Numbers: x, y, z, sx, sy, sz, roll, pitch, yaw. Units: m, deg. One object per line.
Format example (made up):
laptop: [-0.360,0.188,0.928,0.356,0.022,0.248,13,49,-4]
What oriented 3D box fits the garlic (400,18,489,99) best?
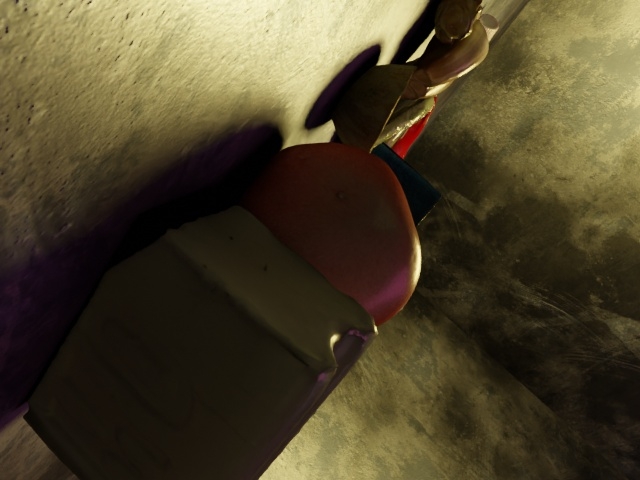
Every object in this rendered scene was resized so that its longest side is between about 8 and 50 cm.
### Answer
garlic: [0.280,-0.400,1.372,0.217,0.110,0.228,-6,-135,57]

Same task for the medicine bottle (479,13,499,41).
medicine bottle: [0.468,-0.602,1.905,0.083,0.083,0.203,-46,176,-31]

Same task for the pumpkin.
pumpkin: [0.092,-0.258,1.192,0.217,0.110,0.217,-60,175,-8]

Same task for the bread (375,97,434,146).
bread: [0.157,-0.268,1.471,0.267,0.040,0.267,-30,-170,6]

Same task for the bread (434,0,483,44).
bread: [0.309,-0.501,1.258,0.232,0.088,0.128,-53,-173,-20]

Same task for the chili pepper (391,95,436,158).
chili pepper: [0.263,-0.348,1.996,0.110,0.110,0.387,-44,173,-42]

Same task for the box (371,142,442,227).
box: [0.143,-0.124,1.626,0.261,0.279,0.116,-43,175,-43]

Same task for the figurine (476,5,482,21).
figurine: [0.337,-0.523,1.440,0.083,0.083,0.187,-49,-178,7]

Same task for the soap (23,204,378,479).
soap: [-0.181,0.182,0.880,0.435,0.350,0.213,-52,167,26]

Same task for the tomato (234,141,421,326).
tomato: [0.000,0.000,1.030,0.341,0.341,0.273,-46,-179,-25]

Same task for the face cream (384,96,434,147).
face cream: [0.223,-0.346,1.808,0.283,0.073,0.073,-49,176,16]
